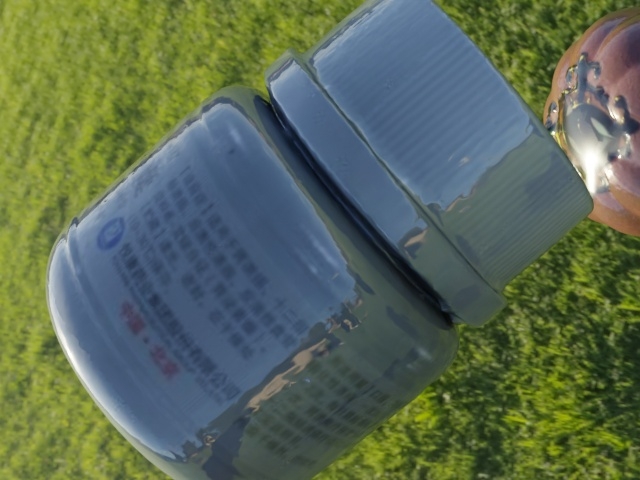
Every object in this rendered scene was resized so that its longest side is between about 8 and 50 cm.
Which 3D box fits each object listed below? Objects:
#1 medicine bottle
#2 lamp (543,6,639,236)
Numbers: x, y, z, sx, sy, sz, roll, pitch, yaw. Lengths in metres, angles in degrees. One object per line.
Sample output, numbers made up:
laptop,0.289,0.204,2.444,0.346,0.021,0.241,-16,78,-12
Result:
medicine bottle,0.000,0.000,0.595,0.306,0.245,0.245,-40,49,8
lamp,0.444,-0.159,1.169,0.305,0.239,0.305,170,90,-71
